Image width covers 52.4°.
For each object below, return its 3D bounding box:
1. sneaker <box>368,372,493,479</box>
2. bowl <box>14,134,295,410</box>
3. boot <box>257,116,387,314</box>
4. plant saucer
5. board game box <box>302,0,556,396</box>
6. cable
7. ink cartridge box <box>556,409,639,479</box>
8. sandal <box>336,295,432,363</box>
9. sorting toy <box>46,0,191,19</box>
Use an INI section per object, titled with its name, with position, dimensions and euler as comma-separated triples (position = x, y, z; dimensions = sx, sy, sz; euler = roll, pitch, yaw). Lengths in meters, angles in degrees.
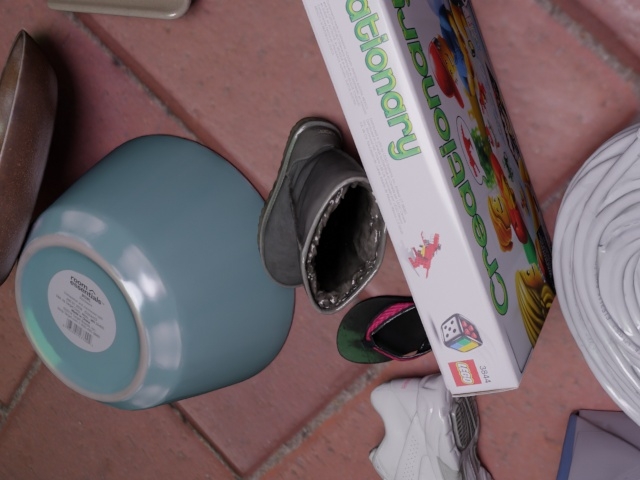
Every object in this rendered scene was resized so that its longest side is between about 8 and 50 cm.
[sneaker]
position = 0.107, 0.238, 0.652
dimensions = 0.115, 0.090, 0.232
euler = -5, 97, 37
[bowl]
position = -0.200, 0.056, 0.699
dimensions = 0.312, 0.163, 0.311
euler = 11, 114, 25
[boot]
position = -0.002, 0.001, 0.542
dimensions = 0.076, 0.208, 0.189
euler = 0, 117, -15
[plant saucer]
position = -0.346, -0.072, 0.710
dimensions = 0.311, 0.050, 0.310
euler = -28, 55, 50
[board game box]
position = 0.091, -0.072, 0.468
dimensions = 0.053, 0.193, 0.305
euler = -16, 101, 32
[cable]
position = 0.266, 0.036, 0.418
dimensions = 0.257, 0.089, 0.257
euler = 59, 158, 10
[ink cartridge box]
position = 0.357, 0.346, 0.510
dimensions = 0.270, 0.151, 0.395
euler = -6, 107, 31
[sandal]
position = 0.085, 0.084, 0.622
dimensions = 0.179, 0.040, 0.067
euler = -16, 100, 33
[sorting toy]
position = -0.193, -0.318, 0.623
dimensions = 0.348, 0.047, 0.196
euler = 13, 110, 24
